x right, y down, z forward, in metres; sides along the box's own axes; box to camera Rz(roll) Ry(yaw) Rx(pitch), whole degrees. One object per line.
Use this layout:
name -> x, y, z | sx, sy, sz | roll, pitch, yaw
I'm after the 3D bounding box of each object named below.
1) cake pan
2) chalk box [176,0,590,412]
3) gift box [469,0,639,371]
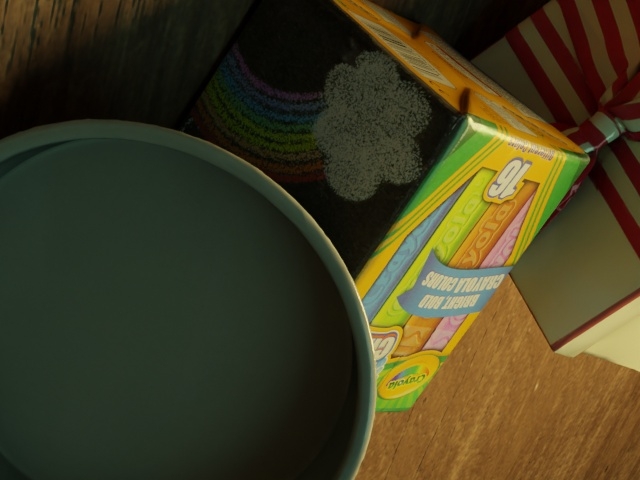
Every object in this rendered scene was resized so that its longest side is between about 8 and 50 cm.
cake pan -> -0.110, 0.066, 0.896 | 0.293, 0.293, 0.054 | -59, -178, 21
chalk box -> 0.000, 0.000, 1.018 | 0.179, 0.180, 0.289 | 9, 120, -55
gift box -> 0.223, -0.068, 1.162 | 0.255, 0.276, 0.258 | -40, 156, 16
